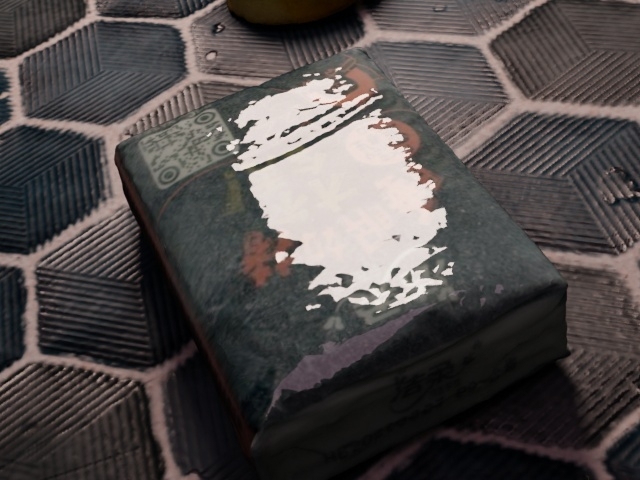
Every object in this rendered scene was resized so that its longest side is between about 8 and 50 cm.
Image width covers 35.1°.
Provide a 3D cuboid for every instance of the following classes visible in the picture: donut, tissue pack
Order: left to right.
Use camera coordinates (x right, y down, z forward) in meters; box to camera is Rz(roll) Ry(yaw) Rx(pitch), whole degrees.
[{"bbox_3d":[-0.015,-0.297,1.028,0.190,0.075,0.174,-24,48,-11],"label":"donut"},{"bbox_3d":[0.000,0.000,0.729,0.227,0.103,0.316,-24,47,-9],"label":"tissue pack"}]
